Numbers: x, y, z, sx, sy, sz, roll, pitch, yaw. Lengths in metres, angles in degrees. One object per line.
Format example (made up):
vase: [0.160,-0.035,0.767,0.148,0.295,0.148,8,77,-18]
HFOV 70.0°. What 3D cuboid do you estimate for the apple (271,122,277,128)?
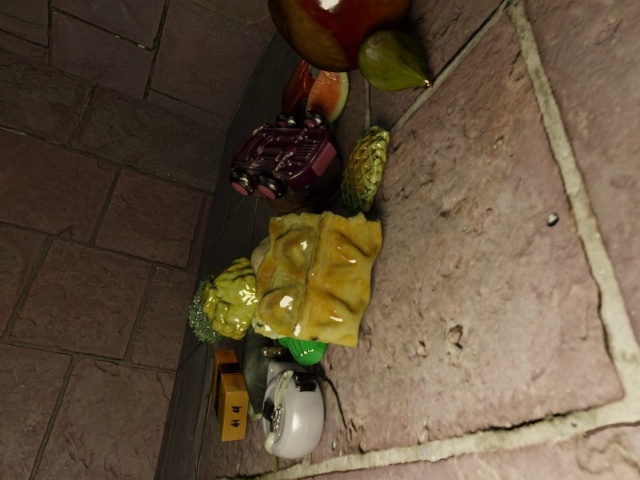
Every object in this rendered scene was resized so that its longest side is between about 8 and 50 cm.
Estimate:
apple: [-0.124,-0.297,1.515,0.173,0.188,0.188,-54,28,33]

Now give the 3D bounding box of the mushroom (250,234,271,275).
mushroom: [-0.115,0.050,1.308,0.166,0.127,0.166,-26,32,18]

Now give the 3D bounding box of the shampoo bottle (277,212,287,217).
shampoo bottle: [-0.124,-0.149,1.599,0.080,0.040,0.165,-38,39,53]

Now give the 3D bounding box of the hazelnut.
hazelnut: [0.050,-0.612,1.127,0.401,0.402,0.429,-70,20,6]

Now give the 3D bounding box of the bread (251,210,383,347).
bread: [-0.011,0.074,0.903,0.239,0.196,0.251,0,79,27]

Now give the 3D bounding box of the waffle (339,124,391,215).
waffle: [0.098,-0.160,1.049,0.208,0.054,0.214,-153,78,-72]

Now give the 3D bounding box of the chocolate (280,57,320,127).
chocolate: [-0.058,-0.522,1.638,0.237,0.108,0.234,-42,36,50]

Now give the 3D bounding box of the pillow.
pillow: [-0.156,0.309,1.234,0.185,0.106,0.249,-66,25,25]

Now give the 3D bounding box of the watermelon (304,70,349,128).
watermelon: [0.020,-0.431,1.361,0.063,0.119,0.245,27,99,57]

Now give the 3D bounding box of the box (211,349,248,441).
box: [-0.266,0.440,1.326,0.237,0.070,0.152,-144,59,-63]

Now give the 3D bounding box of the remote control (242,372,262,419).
remote control: [-0.216,0.457,1.363,0.233,0.038,0.098,-17,63,64]

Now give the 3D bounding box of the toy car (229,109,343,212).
toy car: [-0.078,-0.190,1.288,0.341,0.240,0.271,15,64,43]

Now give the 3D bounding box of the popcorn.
popcorn: [-0.236,0.179,1.407,0.250,0.234,0.242,-36,20,-15]

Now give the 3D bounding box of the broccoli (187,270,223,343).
broccoli: [-0.340,0.219,1.646,0.245,0.288,0.247,-157,46,-83]

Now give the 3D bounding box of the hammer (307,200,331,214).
hammer: [0.000,0.000,1.191,0.289,0.037,0.137,-105,37,-55]

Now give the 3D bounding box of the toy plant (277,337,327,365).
toy plant: [-0.045,0.185,1.071,0.154,0.088,0.240,-55,35,5]

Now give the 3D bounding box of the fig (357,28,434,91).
fig: [0.158,-0.358,0.972,0.127,0.133,0.184,-39,59,42]

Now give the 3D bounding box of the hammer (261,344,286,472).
hammer: [-0.107,0.395,1.077,0.058,0.029,0.292,-5,84,33]

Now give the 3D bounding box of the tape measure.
tape measure: [-0.068,0.357,0.966,0.178,0.105,0.196,-13,69,61]
